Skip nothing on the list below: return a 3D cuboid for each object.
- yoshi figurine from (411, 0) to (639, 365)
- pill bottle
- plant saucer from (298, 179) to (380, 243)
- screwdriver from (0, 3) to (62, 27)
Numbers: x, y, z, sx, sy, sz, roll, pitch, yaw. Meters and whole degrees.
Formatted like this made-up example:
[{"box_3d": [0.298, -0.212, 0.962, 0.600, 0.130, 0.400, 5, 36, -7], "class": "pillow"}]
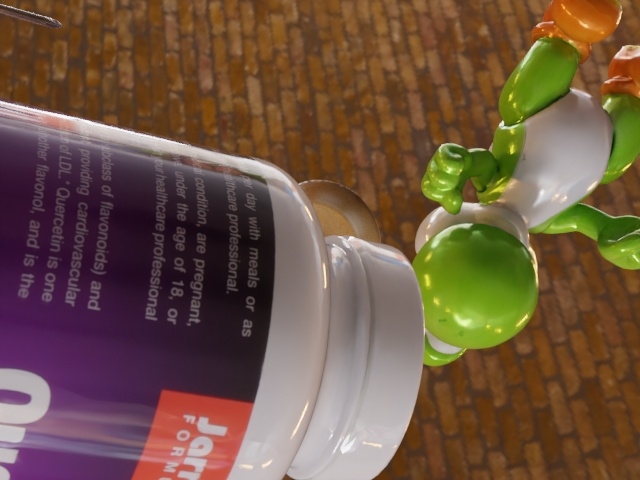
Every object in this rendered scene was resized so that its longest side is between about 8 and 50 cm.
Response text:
[{"box_3d": [0.189, -0.038, 0.962, 0.203, 0.362, 0.203, 35, -177, 33], "class": "yoshi figurine"}, {"box_3d": [-0.122, 0.033, 0.493, 0.323, 0.181, 0.181, 12, -125, -21], "class": "pill bottle"}, {"box_3d": [0.000, 0.000, 0.750, 0.083, 0.083, 0.015, 41, -153, 3], "class": "plant saucer"}, {"box_3d": [-0.203, -0.122, 0.523, 0.170, 0.024, 0.025, 22, -100, 11], "class": "screwdriver"}]
